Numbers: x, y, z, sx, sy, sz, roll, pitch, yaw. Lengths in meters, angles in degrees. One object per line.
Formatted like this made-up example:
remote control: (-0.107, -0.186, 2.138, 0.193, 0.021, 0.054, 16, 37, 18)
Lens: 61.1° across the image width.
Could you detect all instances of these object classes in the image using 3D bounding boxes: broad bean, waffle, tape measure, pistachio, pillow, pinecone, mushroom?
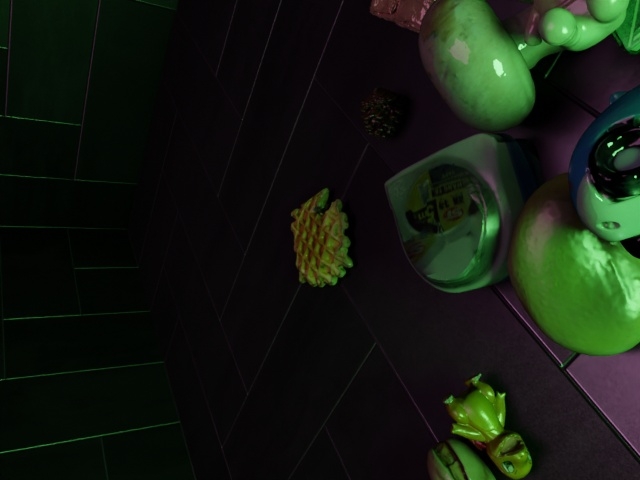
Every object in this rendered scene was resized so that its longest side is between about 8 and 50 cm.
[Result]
broad bean: (0.366, 0.033, 0.770, 0.189, 0.121, 0.263, -17, 74, 20)
waffle: (-0.002, 0.000, 1.421, 0.261, 0.056, 0.250, -27, 67, 52)
tape measure: (0.250, -0.042, 0.957, 0.259, 0.138, 0.262, -26, 68, 55)
pistachio: (0.253, 0.427, 0.980, 0.149, 0.113, 0.113, -113, 37, -56)
pillow: (0.182, -0.526, 1.162, 0.232, 0.043, 0.126, 51, 125, 48)
pinecone: (0.132, -0.278, 1.188, 0.102, 0.102, 0.109, 56, 144, 41)
mushroom: (0.280, -0.301, 0.855, 0.243, 0.243, 0.244, -2, 88, 57)

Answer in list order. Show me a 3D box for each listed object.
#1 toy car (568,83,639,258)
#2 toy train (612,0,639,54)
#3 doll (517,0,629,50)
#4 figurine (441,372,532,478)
toy car: (0.413, -0.112, 0.638, 0.255, 0.188, 0.190, -32, 40, 20)
toy train: (0.436, -0.367, 0.704, 0.154, 0.115, 0.270, 130, 131, -55)
doll: (0.312, -0.352, 0.715, 0.155, 0.113, 0.275, -41, 49, 39)
figurine: (0.290, 0.335, 0.944, 0.176, 0.121, 0.122, 51, 159, 33)
